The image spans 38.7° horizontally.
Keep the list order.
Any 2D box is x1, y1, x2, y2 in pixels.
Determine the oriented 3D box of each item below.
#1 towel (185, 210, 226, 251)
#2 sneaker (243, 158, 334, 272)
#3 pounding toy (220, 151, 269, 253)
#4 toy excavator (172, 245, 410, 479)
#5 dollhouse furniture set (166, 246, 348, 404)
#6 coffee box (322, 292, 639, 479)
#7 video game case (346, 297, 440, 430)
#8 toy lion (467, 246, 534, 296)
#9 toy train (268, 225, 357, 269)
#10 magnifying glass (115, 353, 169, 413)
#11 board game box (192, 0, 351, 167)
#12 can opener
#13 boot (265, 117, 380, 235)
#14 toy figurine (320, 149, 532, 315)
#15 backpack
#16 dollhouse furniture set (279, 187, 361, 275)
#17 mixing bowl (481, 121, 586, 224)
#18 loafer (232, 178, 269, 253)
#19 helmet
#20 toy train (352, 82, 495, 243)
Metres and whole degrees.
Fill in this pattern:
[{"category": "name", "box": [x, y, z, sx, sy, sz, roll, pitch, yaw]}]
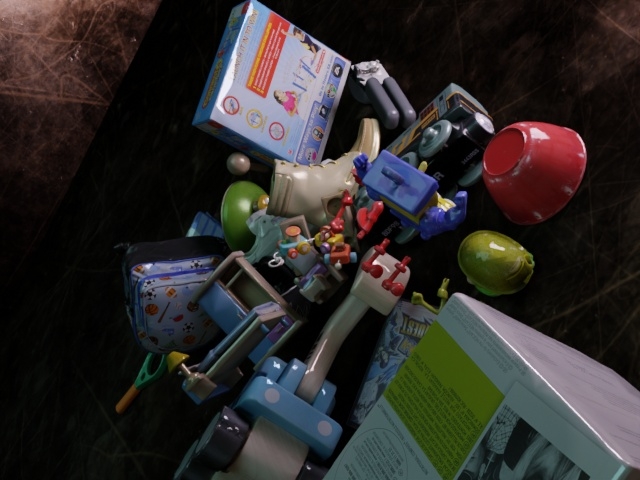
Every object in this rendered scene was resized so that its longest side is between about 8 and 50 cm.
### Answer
[{"category": "towel", "box": [-0.339, 0.071, 2.382, 0.285, 0.034, 0.209, -61, 33, 4]}, {"category": "sneaker", "box": [-0.067, -0.049, 1.959, 0.305, 0.152, 0.114, -60, 11, 3]}, {"category": "pounding toy", "box": [-0.130, -0.077, 2.067, 0.110, 0.183, 0.237, -6, 81, 30]}, {"category": "toy excavator", "box": [-0.034, 0.260, 1.640, 0.433, 0.222, 0.445, -51, 9, 51]}, {"category": "dollhouse furniture set", "box": [-0.148, 0.109, 1.654, 0.198, 0.303, 0.286, 45, 104, 11]}, {"category": "coffee box", "box": [0.253, 0.324, 1.066, 0.334, 0.337, 0.338, -57, 33, 11]}, {"category": "video game case", "box": [0.172, 0.233, 1.533, 0.274, 0.035, 0.248, 10, 76, 57]}, {"category": "toy lion", "box": [0.300, 0.050, 1.489, 0.100, 0.034, 0.096, -57, 40, 11]}, {"category": "toy train", "box": [-0.012, 0.009, 1.667, 0.166, 0.046, 0.125, -2, 25, 14]}, {"category": "magnifying glass", "box": [-0.460, 0.360, 2.358, 0.231, 0.026, 0.092, -52, 34, 19]}, {"category": "board game box", "box": [-0.105, -0.339, 2.086, 0.086, 0.301, 0.308, -5, 64, 54]}, {"category": "can opener", "box": [0.132, -0.310, 1.963, 0.280, 0.074, 0.093, -116, 24, -53]}, {"category": "boot", "box": [0.006, -0.150, 1.875, 0.095, 0.203, 0.262, 125, 161, -81]}, {"category": "toy figurine", "box": [0.141, -0.031, 1.433, 0.362, 0.217, 0.191, 37, 80, 29]}, {"category": "backpack", "box": [-0.331, 0.138, 2.119, 0.213, 0.276, 0.263, -110, 21, -51]}, {"category": "dollhouse furniture set", "box": [0.000, 0.000, 1.774, 0.151, 0.144, 0.123, -15, 16, 8]}, {"category": "mixing bowl", "box": [0.333, -0.125, 1.500, 0.181, 0.098, 0.182, -33, 44, 39]}, {"category": "loafer", "box": [-0.181, -0.047, 2.194, 0.078, 0.080, 0.220, -21, 51, 46]}, {"category": "helmet", "box": [-0.101, 0.127, 1.883, 0.161, 0.169, 0.169, 35, 100, 13]}, {"category": "toy train", "box": [0.188, -0.138, 1.695, 0.334, 0.142, 0.190, -44, 25, 32]}]
